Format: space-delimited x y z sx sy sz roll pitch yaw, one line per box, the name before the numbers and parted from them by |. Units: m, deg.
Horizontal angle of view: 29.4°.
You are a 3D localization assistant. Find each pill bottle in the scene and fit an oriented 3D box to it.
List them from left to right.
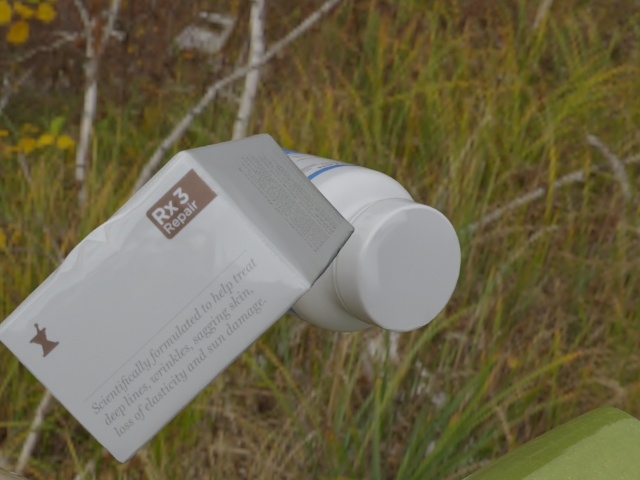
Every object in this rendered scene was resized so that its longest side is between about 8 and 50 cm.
pill bottle | 0.000 0.000 0.924 0.124 0.124 0.221 -16 21 -31

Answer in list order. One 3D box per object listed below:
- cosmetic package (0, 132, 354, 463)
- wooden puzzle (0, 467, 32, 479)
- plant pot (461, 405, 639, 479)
cosmetic package | -0.057 0.016 0.605 0.085 0.117 0.231 47 10 -2
wooden puzzle | 0.074 0.176 0.376 0.322 0.348 0.080 15 78 28
plant pot | 0.183 0.286 1.000 0.293 0.275 0.275 -44 57 -11
